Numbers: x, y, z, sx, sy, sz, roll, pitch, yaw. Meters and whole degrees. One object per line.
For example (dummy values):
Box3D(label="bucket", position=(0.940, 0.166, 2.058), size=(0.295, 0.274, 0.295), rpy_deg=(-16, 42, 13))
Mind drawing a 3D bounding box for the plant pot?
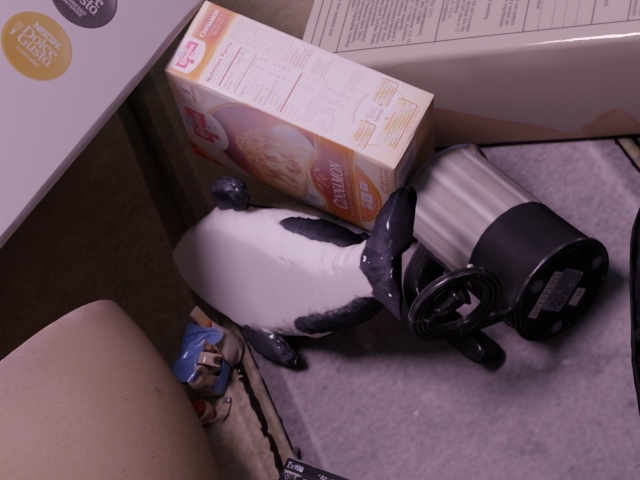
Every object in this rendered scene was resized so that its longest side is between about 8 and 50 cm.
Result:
Box3D(label="plant pot", position=(-0.167, 0.207, 0.966), size=(0.191, 0.284, 0.284), rpy_deg=(41, 85, 7))

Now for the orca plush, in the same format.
Box3D(label="orca plush", position=(0.000, 0.000, 1.064), size=(0.102, 0.151, 0.287), rpy_deg=(-27, 0, -31))

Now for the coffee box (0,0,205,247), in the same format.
Box3D(label="coffee box", position=(-0.340, -0.156, 1.080), size=(0.338, 0.337, 0.334), rpy_deg=(-30, 22, 53))

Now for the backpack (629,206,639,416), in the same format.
Box3D(label="backpack", position=(0.264, 0.078, 0.787), size=(0.191, 0.225, 0.253), rpy_deg=(-19, 42, 16))

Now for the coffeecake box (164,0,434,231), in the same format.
Box3D(label="coffeecake box", position=(-0.011, -0.086, 1.076), size=(0.185, 0.142, 0.068), rpy_deg=(24, 72, 14))

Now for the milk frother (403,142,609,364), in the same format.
Box3D(label="milk frother", position=(0.098, 0.005, 0.989), size=(0.129, 0.143, 0.135), rpy_deg=(-50, 50, 3))

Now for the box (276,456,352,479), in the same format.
Box3D(label="box", position=(-0.002, 0.195, 1.007), size=(0.083, 0.018, 0.067), rpy_deg=(13, 68, 37))

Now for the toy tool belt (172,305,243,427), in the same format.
Box3D(label="toy tool belt", position=(-0.095, 0.097, 1.108), size=(0.052, 0.051, 0.083), rpy_deg=(-4, 58, 30))

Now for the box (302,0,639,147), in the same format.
Box3D(label="box", position=(0.153, -0.162, 1.083), size=(0.311, 0.121, 0.148), rpy_deg=(0, 59, 32))
